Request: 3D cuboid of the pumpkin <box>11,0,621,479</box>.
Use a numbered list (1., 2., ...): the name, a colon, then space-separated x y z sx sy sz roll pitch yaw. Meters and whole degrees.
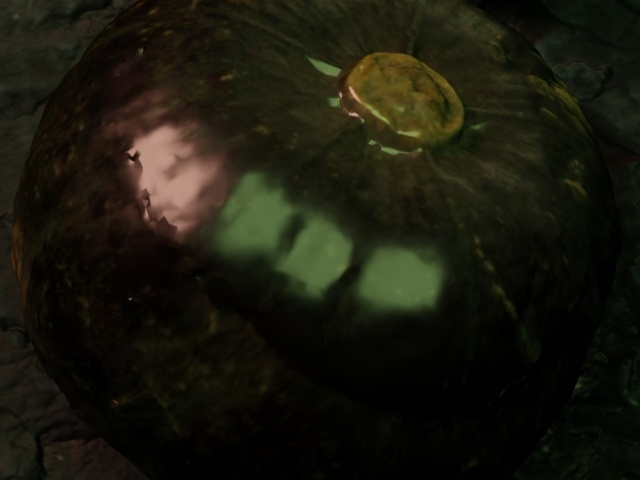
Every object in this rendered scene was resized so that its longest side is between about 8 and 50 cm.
1. pumpkin: 0.000 0.000 1.006 0.454 0.344 0.454 11 54 -15
